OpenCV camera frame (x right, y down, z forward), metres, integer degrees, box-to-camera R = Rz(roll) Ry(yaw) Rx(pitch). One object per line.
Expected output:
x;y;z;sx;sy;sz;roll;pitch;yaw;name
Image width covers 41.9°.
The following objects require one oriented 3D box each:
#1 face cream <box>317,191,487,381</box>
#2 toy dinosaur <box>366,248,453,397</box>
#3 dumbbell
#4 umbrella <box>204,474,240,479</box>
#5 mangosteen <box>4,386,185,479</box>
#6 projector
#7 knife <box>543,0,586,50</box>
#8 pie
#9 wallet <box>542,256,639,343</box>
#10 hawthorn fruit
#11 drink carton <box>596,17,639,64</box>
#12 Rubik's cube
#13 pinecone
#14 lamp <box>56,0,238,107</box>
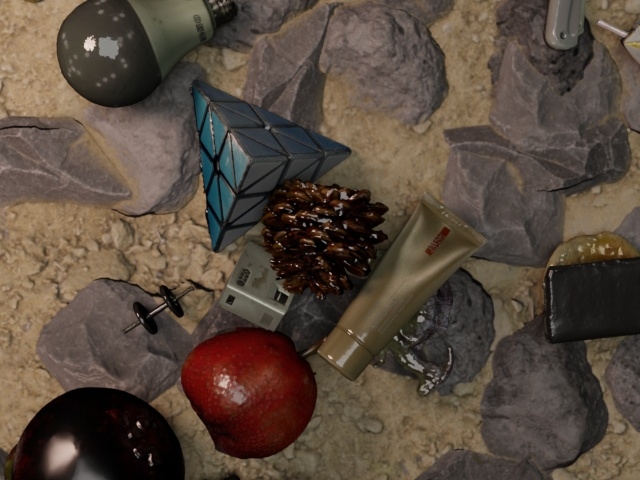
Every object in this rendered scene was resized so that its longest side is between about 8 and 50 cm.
0.130;0.084;1.431;0.137;0.084;0.341;39;80;8;face cream
0.157;0.132;1.508;0.162;0.077;0.294;0;95;-4;toy dinosaur
-0.288;0.123;1.487;0.147;0.069;0.069;-33;95;-1;dumbbell
-0.297;0.511;1.517;0.337;0.073;0.067;-24;132;0;umbrella
-0.387;0.400;1.396;0.313;0.297;0.297;-34;95;-3;mangosteen
-0.103;0.080;1.457;0.115;0.147;0.061;26;124;-4;projector
0.451;-0.473;1.496;0.073;0.040;0.265;6;94;-12;knife
0.513;0.076;1.536;0.218;0.052;0.185;25;88;-7;pie
0.536;0.103;1.501;0.285;0.030;0.146;-5;98;-9;wallet
-0.094;0.248;1.440;0.266;0.210;0.230;-29;106;-3;hawthorn fruit
0.589;-0.348;1.492;0.200;0.084;0.074;42;115;-6;drink carton
-0.119;-0.136;1.443;0.233;0.229;0.228;-4;51;33;Rubik's cube
0.000;0.000;1.411;0.221;0.221;0.221;0;95;-3;pinecone
-0.291;-0.351;1.395;0.314;0.182;0.182;-35;95;-2;lamp
